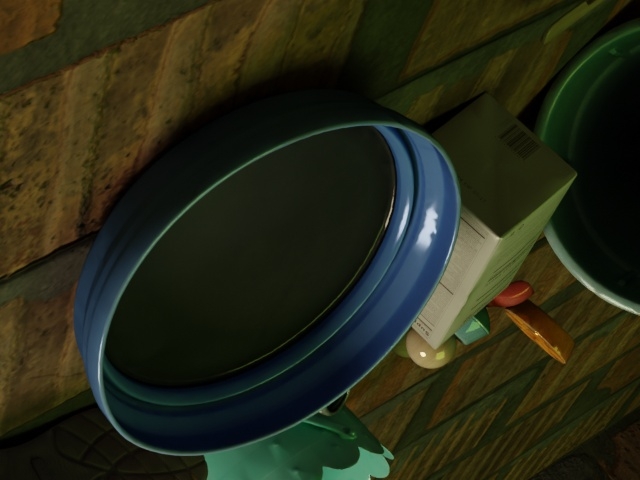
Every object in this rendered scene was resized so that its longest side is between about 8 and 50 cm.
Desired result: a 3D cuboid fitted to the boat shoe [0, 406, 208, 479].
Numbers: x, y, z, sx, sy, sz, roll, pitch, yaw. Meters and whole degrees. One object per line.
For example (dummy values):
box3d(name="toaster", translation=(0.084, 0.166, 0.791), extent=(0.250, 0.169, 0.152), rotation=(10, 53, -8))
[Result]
box3d(name="boat shoe", translation=(-0.281, 0.267, 1.820), extent=(0.355, 0.132, 0.130), rotation=(-6, 154, -43))

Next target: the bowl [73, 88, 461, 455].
box3d(name="bowl", translation=(-0.049, 0.029, 1.581), extent=(0.391, 0.077, 0.391), rotation=(-25, 141, -22))

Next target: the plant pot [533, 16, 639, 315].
box3d(name="plant pot", translation=(0.459, -0.098, 2.021), extent=(0.341, 0.341, 0.334), rotation=(-46, 167, 23))

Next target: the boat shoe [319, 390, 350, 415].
box3d(name="boat shoe", translation=(0.027, 0.094, 1.898), extent=(0.116, 0.099, 0.319), rotation=(-40, 167, -34))

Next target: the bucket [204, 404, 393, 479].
box3d(name="bucket", translation=(-0.072, 0.276, 2.098), extent=(0.281, 0.183, 0.281), rotation=(-34, 160, -14))

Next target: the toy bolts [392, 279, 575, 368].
box3d(name="toy bolts", translation=(0.184, 0.111, 2.097), extent=(0.158, 0.218, 0.228), rotation=(-47, 171, -3))

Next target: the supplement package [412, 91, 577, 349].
box3d(name="supplement package", translation=(0.152, -0.017, 1.872), extent=(0.134, 0.139, 0.244), rotation=(-38, 165, -31))

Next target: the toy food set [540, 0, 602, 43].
box3d(name="toy food set", translation=(0.255, -0.284, 1.629), extent=(0.132, 0.038, 0.192), rotation=(-36, 157, -28))
